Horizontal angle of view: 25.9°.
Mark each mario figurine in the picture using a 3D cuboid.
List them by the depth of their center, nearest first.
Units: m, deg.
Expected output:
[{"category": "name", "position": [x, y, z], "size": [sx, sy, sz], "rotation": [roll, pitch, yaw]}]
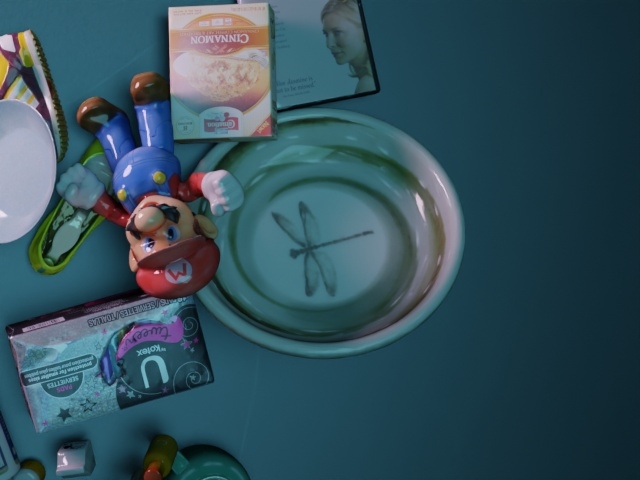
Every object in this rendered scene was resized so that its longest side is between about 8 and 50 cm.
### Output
[{"category": "mario figurine", "position": [-0.224, -0.073, 1.814], "size": [0.170, 0.198, 0.321], "rotation": [1, 56, -40]}]

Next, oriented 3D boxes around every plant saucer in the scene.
[{"category": "plant saucer", "position": [-0.413, -0.091, 1.874], "size": [0.037, 0.195, 0.195], "rotation": [8, 90, -55]}, {"category": "plant saucer", "position": [0.000, 0.000, 1.954], "size": [0.400, 0.100, 0.401], "rotation": [0, 60, -1]}]

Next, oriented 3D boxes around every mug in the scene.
[{"category": "mug", "position": [-0.173, 0.357, 1.973], "size": [0.157, 0.097, 0.130], "rotation": [16, 88, -16]}]

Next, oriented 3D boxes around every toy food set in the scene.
[{"category": "toy food set", "position": [-0.309, 0.341, 1.898], "size": [0.232, 0.104, 0.111], "rotation": [-8, 104, 5]}]

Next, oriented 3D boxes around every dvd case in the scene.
[{"category": "dvd case", "position": [-0.024, -0.320, 2.011], "size": [0.180, 0.022, 0.253], "rotation": [-12, 89, -14]}]

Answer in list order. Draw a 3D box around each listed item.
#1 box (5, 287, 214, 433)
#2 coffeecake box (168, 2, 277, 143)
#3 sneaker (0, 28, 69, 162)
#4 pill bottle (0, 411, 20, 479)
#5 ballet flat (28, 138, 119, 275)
[{"category": "box", "position": [-0.288, 0.156, 1.899], "size": [0.247, 0.163, 0.142], "rotation": [-16, 96, -14]}, {"category": "coffeecake box", "position": [-0.135, -0.231, 1.946], "size": [0.142, 0.068, 0.186], "rotation": [-2, 88, 6]}, {"category": "sneaker", "position": [-0.404, -0.191, 1.910], "size": [0.083, 0.069, 0.186], "rotation": [-15, 94, 0]}, {"category": "pill bottle", "position": [-0.478, 0.250, 1.888], "size": [0.094, 0.094, 0.169], "rotation": [-20, 97, -14]}, {"category": "ballet flat", "position": [-0.324, -0.051, 1.926], "size": [0.077, 0.077, 0.231], "rotation": [34, 83, -13]}]
